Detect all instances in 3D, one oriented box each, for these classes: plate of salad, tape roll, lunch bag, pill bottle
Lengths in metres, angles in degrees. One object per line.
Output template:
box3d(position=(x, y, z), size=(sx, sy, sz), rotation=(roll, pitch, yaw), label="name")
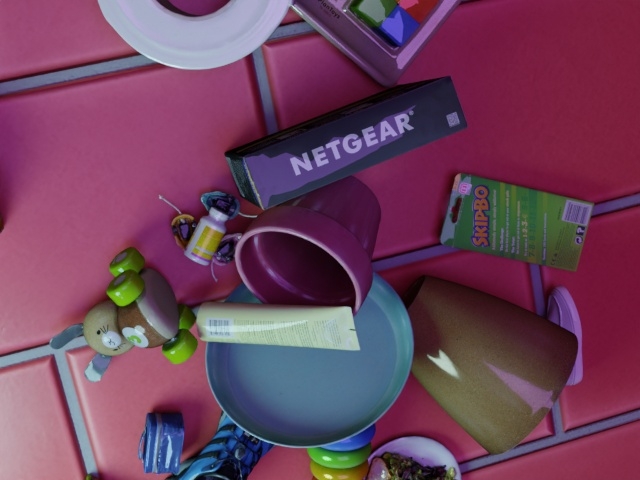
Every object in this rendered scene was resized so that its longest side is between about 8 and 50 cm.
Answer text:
box3d(position=(0.154, 0.435, 1.559), size=(0.200, 0.048, 0.199), rotation=(-2, 100, -13), label="plate of salad")
box3d(position=(-0.171, -0.384, 1.263), size=(0.286, 0.100, 0.286), rotation=(0, 105, 0), label="tape roll")
box3d(position=(-0.254, 0.323, 1.429), size=(0.065, 0.067, 0.098), rotation=(6, 100, -14), label="lunch bag")
box3d(position=(-0.170, -0.007, 1.364), size=(0.043, 0.043, 0.083), rotation=(27, 94, -17), label="pill bottle")

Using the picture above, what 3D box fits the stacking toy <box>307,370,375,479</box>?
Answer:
box3d(position=(0.035, 0.345, 1.475), size=(0.141, 0.141, 0.330), rotation=(-3, 105, -13), label="stacking toy")

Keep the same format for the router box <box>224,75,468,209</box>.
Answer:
box3d(position=(0.026, -0.145, 1.314), size=(0.309, 0.243, 0.081), rotation=(-22, 101, -8), label="router box")

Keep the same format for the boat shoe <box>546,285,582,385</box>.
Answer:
box3d(position=(0.409, 0.169, 1.567), size=(0.063, 0.066, 0.184), rotation=(-14, 113, -12), label="boat shoe")

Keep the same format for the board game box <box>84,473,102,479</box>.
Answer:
box3d(position=(-0.314, 0.458, 1.452), size=(0.181, 0.043, 0.092), rotation=(30, 92, -17), label="board game box")

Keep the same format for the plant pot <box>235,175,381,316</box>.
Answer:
box3d(position=(0.000, 0.000, 1.353), size=(0.201, 0.201, 0.180), rotation=(47, 47, -17), label="plant pot")

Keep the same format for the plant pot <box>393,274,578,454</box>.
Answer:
box3d(position=(0.236, 0.176, 1.453), size=(0.254, 0.237, 0.237), rotation=(34, 91, -3), label="plant pot")

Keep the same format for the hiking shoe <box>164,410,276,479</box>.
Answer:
box3d(position=(-0.130, 0.341, 1.428), size=(0.113, 0.132, 0.304), rotation=(37, 90, -17), label="hiking shoe")

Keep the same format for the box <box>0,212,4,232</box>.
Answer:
box3d(position=(-0.559, -0.037, 1.261), size=(0.203, 0.114, 0.103), rotation=(-12, 102, -11), label="box")

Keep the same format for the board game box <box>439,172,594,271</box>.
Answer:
box3d(position=(0.327, -0.031, 1.518), size=(0.260, 0.039, 0.124), rotation=(11, 97, -18), label="board game box")

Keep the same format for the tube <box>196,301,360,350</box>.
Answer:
box3d(position=(-0.063, 0.125, 1.338), size=(0.240, 0.070, 0.062), rotation=(1, 84, 18), label="tube")

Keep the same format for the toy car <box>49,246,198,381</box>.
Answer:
box3d(position=(-0.305, 0.134, 1.351), size=(0.188, 0.149, 0.155), rotation=(-34, 116, 7), label="toy car")

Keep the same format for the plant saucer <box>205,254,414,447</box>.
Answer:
box3d(position=(-0.015, 0.168, 1.377), size=(0.318, 0.317, 0.043), rotation=(-27, 148, -7), label="plant saucer")

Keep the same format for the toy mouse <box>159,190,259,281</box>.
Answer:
box3d(position=(-0.157, -0.022, 1.405), size=(0.143, 0.031, 0.161), rotation=(-20, 105, -9), label="toy mouse")

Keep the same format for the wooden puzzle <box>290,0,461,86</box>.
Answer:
box3d(position=(0.097, -0.458, 1.358), size=(0.322, 0.080, 0.348), rotation=(38, 90, -17), label="wooden puzzle")
